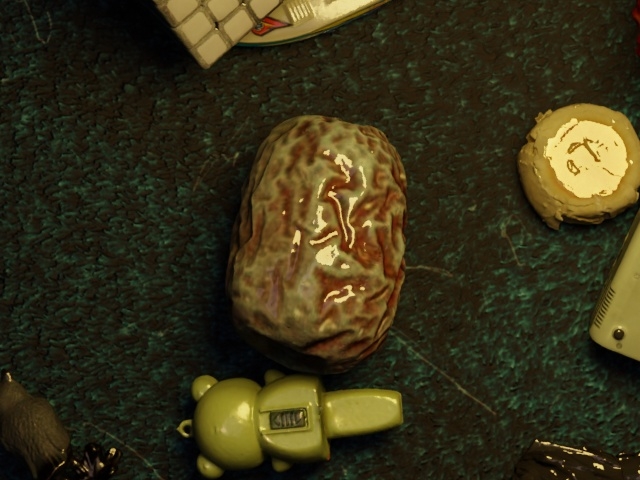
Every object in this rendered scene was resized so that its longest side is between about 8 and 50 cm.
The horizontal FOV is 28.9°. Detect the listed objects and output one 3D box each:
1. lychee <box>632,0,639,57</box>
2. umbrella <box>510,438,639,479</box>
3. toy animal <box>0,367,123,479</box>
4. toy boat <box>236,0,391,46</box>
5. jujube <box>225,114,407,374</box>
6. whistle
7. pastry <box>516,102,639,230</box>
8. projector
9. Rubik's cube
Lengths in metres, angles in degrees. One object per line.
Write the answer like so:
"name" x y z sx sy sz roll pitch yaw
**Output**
"lychee" 0.588 -0.316 1.421 0.425 0.424 0.500 35 89 7
"umbrella" 0.405 0.295 1.533 0.340 0.118 0.118 -3 83 -5
"toy animal" -0.369 0.262 1.581 0.210 0.117 0.121 41 95 5
"toy boat" -0.016 -0.333 1.631 0.295 0.088 0.129 -25 82 1
"jujube" 0.000 0.000 1.531 0.226 0.226 0.316 10 74 5
"whistle" -0.040 0.225 1.563 0.289 0.106 0.131 -6 82 5
"pastry" 0.332 -0.096 1.581 0.166 0.088 0.165 -1 81 7
"projector" 0.478 0.073 1.503 0.251 0.108 0.198 22 114 6
"Rubik's cube" -0.165 -0.401 1.543 0.238 0.237 0.237 -43 54 -3
